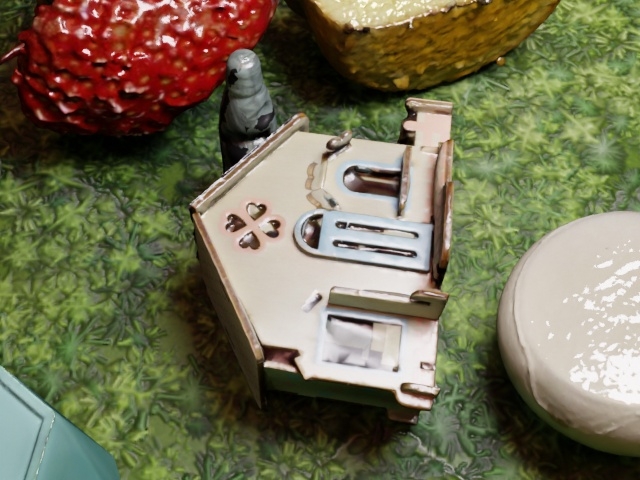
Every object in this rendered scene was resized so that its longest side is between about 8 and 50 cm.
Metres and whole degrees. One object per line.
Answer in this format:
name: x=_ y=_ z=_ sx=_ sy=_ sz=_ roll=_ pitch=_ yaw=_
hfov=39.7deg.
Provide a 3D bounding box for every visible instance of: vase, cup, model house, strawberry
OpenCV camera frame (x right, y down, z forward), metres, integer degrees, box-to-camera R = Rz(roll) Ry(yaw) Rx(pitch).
vase: x=-0.072 y=-0.108 z=0.879 sx=0.059 sy=0.211 sz=0.060 roll=0 pitch=58 yaw=0
cup: x=-0.237 y=0.189 z=0.690 sx=0.148 sy=0.236 sz=0.134 roll=4 pitch=58 yaw=3
model house: x=0.000 y=0.000 z=0.848 sx=0.244 sy=0.169 sz=0.326 roll=7 pitch=60 yaw=4
strawberry: x=-0.193 y=-0.229 z=0.938 sx=0.257 sy=0.261 sz=0.261 roll=11 pitch=58 yaw=-18

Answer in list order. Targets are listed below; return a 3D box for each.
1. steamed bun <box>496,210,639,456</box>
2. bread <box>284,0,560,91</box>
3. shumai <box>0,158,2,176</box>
steamed bun: x=0.280 y=0.092 z=0.815 sx=0.231 sy=0.145 sz=0.232 roll=-7 pitch=55 yaw=10
bread: x=0.116 y=-0.276 z=1.007 sx=0.340 sy=0.179 sz=0.194 roll=-18 pitch=64 yaw=-15
shumai: x=-0.405 y=-0.090 z=0.931 sx=0.123 sy=0.087 sz=0.099 roll=-12 pitch=59 yaw=-10
